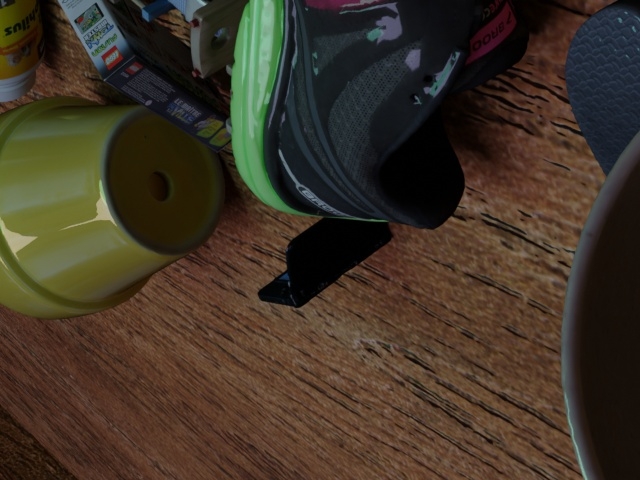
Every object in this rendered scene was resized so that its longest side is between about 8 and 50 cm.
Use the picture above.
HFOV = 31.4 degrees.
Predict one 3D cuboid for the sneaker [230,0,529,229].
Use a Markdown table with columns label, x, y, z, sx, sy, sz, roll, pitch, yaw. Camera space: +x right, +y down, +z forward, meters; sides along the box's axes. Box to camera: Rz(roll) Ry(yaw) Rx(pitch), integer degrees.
| label | x | y | z | sx | sy | sz | roll | pitch | yaw |
| --- | --- | --- | --- | --- | --- | --- | --- | --- | --- |
| sneaker | 0.047 | -0.194 | 0.734 | 0.202 | 0.185 | 0.483 | 20 | 144 | 18 |

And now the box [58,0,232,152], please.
| label | x | y | z | sx | sy | sz | roll | pitch | yaw |
| --- | --- | --- | --- | --- | --- | --- | --- | --- | --- |
| box | -0.153 | -0.162 | 1.042 | 0.114 | 0.036 | 0.207 | 58 | -168 | 24 |

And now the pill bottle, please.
| label | x | y | z | sx | sy | sz | roll | pitch | yaw |
| --- | --- | --- | --- | --- | --- | --- | --- | --- | --- |
| pill bottle | -0.393 | -0.267 | 1.359 | 0.117 | 0.117 | 0.215 | 43 | 151 | 21 |

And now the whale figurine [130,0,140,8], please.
| label | x | y | z | sx | sy | sz | roll | pitch | yaw |
| --- | --- | --- | --- | --- | --- | --- | --- | --- | --- |
| whale figurine | -0.253 | -0.304 | 1.068 | 0.216 | 0.141 | 0.272 | 33 | 146 | 35 |

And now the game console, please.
| label | x | y | z | sx | sy | sz | roll | pitch | yaw |
| --- | --- | --- | --- | --- | --- | --- | --- | --- | --- |
| game console | 0.000 | 0.000 | 1.037 | 0.107 | 0.122 | 0.071 | 5 | 125 | 57 |

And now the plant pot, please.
| label | x | y | z | sx | sy | sz | roll | pitch | yaw |
| --- | --- | --- | --- | --- | --- | --- | --- | --- | --- |
| plant pot | -0.243 | -0.046 | 1.262 | 0.239 | 0.254 | 0.254 | -10 | 114 | 45 |

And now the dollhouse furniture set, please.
| label | x | y | z | sx | sy | sz | roll | pitch | yaw |
| --- | --- | --- | --- | --- | --- | --- | --- | --- | --- |
| dollhouse furniture set | -0.095 | -0.179 | 0.975 | 0.129 | 0.129 | 0.184 | 41 | 150 | 24 |

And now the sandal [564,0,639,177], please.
| label | x | y | z | sx | sy | sz | roll | pitch | yaw |
| --- | --- | --- | --- | --- | --- | --- | --- | --- | --- |
| sandal | 0.225 | -0.048 | 0.717 | 0.097 | 0.054 | 0.254 | 27 | 153 | 53 |

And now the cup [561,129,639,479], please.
| label | x | y | z | sx | sy | sz | roll | pitch | yaw |
| --- | --- | --- | --- | --- | --- | --- | --- | --- | --- |
| cup | 0.292 | 0.081 | 0.514 | 0.331 | 0.331 | 0.237 | 37 | 173 | 31 |
